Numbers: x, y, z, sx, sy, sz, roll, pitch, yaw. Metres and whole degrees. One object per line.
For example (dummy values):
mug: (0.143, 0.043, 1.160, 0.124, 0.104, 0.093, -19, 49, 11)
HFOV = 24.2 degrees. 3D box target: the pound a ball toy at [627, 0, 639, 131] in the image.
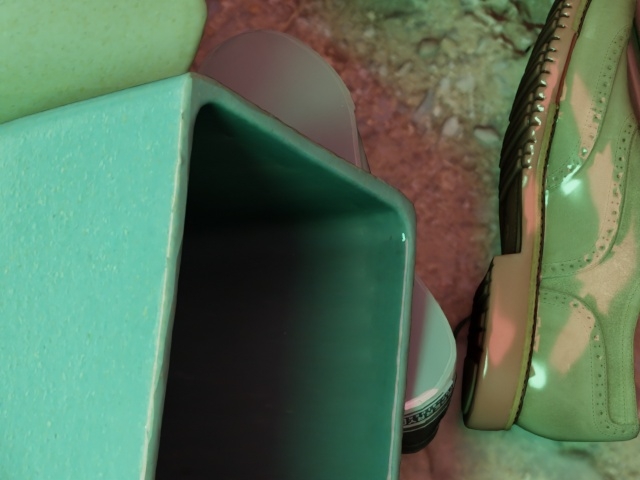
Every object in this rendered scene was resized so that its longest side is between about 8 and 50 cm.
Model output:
pound a ball toy: (0.316, -0.194, 1.086, 0.208, 0.136, 0.319, -5, 74, -11)

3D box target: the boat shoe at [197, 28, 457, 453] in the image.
boat shoe: (0.004, -0.001, 0.986, 0.113, 0.105, 0.306, -27, 63, -10)

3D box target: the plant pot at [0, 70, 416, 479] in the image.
plant pot: (-0.118, 0.073, 0.817, 0.252, 0.248, 0.247, -3, 75, 30)

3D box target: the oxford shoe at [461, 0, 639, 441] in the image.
oxford shoe: (0.187, -0.031, 1.018, 0.130, 0.123, 0.348, 12, 81, 1)

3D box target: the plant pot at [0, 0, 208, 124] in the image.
plant pot: (-0.237, -0.174, 0.823, 0.305, 0.334, 0.334, 2, 71, -33)
